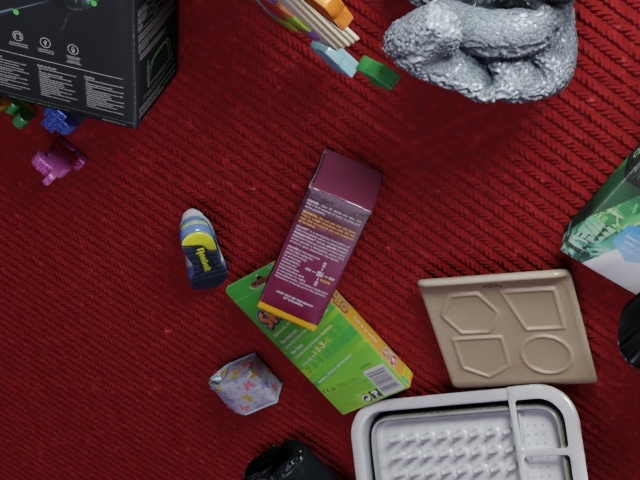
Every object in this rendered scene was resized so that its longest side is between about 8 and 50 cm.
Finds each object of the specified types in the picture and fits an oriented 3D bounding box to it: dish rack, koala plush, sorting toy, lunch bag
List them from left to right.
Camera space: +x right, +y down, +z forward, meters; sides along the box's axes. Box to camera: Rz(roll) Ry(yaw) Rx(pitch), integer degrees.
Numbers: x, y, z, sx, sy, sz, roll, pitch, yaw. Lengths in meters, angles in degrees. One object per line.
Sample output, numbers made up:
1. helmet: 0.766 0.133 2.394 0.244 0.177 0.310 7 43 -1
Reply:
1. lunch bag: -0.109 0.207 1.692 0.083 0.053 0.071 -27 117 25
2. dish rack: 0.211 0.343 1.598 0.332 0.072 0.286 -10 86 28
3. sorting toy: 0.239 0.111 1.499 0.193 0.038 0.208 -5 131 24
4. koala plush: 0.199 -0.256 1.120 0.203 0.196 0.221 23 133 -14

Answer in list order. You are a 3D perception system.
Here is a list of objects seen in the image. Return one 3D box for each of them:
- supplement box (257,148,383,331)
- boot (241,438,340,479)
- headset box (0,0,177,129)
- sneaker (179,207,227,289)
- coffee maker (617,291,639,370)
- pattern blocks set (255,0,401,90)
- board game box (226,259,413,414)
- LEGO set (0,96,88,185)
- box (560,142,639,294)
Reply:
1. supplement box: 0.000 0.000 1.426 0.080 0.104 0.188 23 122 -2
2. boot: 0.024 0.381 1.755 0.246 0.094 0.207 -18 124 38
3. headset box: -0.291 -0.295 1.291 0.246 0.131 0.283 14 131 10
4. sneaker: -0.155 0.014 1.553 0.053 0.059 0.144 -13 146 -8
5. coffee maker: 0.403 0.058 1.282 0.171 0.120 0.178 45 132 12
6. pattern blocks set: -0.056 -0.254 1.161 0.325 0.285 0.026 38 89 -21
7. board game box: -0.002 0.125 1.595 0.124 0.039 0.259 -28 117 34
8. LEGO set: -0.380 -0.162 1.458 0.227 0.093 0.087 42 129 -15
9. box: 0.445 -0.044 1.278 0.232 0.058 0.322 29 131 -5
